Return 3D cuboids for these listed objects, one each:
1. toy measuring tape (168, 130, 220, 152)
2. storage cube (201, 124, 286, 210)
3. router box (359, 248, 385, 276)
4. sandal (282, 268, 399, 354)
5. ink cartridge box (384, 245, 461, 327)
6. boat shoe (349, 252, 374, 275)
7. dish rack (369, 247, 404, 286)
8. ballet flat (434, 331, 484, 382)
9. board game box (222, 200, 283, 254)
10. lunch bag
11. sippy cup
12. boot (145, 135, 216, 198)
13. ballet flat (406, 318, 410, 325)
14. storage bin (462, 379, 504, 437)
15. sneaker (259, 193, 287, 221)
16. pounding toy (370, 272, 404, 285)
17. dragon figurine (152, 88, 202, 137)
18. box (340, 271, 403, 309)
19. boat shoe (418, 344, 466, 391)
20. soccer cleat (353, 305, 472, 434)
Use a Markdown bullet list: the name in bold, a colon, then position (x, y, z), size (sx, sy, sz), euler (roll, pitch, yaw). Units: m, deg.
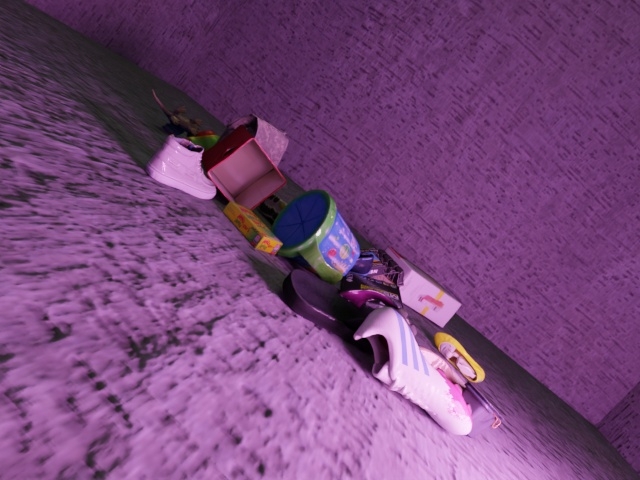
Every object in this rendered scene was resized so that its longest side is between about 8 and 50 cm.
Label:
- **toy measuring tape**: position (-0.446, -0.363, 1.641), size (0.121, 0.121, 0.330), euler (39, 9, 4)
- **storage cube**: position (-0.256, -0.232, 1.430), size (0.215, 0.183, 0.193), euler (53, -1, -35)
- **router box**: position (0.138, 0.088, 1.682), size (0.178, 0.046, 0.133), euler (-5, 32, -26)
- **sandal**: position (0.107, 0.182, 1.090), size (0.445, 0.107, 0.168), euler (29, 25, -34)
- **ink cartridge box**: position (0.470, 0.229, 2.177), size (0.384, 0.160, 0.279), euler (34, 10, -27)
- **boat shoe**: position (0.068, 0.048, 1.547), size (0.258, 0.089, 0.109), euler (11, 27, -26)
- **dish rack**: position (0.192, 0.110, 1.789), size (0.271, 0.074, 0.208), euler (-3, 29, -24)
- **ballet flat**: position (0.507, 0.433, 1.621), size (0.231, 0.077, 0.077), euler (45, 28, 26)
- **board game box**: position (-0.197, -0.037, 1.264), size (0.181, 0.043, 0.092), euler (44, 11, 32)
- **lunch bag**: position (-0.270, -0.335, 1.670), size (0.169, 0.287, 0.235), euler (42, 11, 23)
- **sippy cup**: position (0.000, 0.000, 1.353), size (0.239, 0.306, 0.224), euler (-8, -41, 41)
- **boot**: position (-0.350, -0.200, 1.207), size (0.095, 0.123, 0.258), euler (42, 10, 20)
- **ballet flat**: position (0.195, 0.231, 1.423), size (0.241, 0.091, 0.077), euler (49, -17, 30)
- **storage bin**: position (0.365, 0.413, 1.036), size (0.135, 0.091, 0.098), euler (45, 2, -42)
- **sneaker**: position (-0.110, -0.071, 1.599), size (0.279, 0.107, 0.118), euler (48, 4, 35)
- **pounding toy**: position (0.289, 0.185, 1.879), size (0.130, 0.100, 0.141), euler (41, 10, 17)
- **dragon figurine**: position (-0.564, -0.467, 1.728), size (0.289, 0.085, 0.143), euler (28, -18, -38)
- **box**: position (0.152, 0.166, 1.333), size (0.190, 0.045, 0.184), euler (16, 17, 1)
- **boat shoe**: position (0.302, 0.356, 1.124), size (0.285, 0.103, 0.092), euler (39, 3, -19)
- **soccer cleat**: position (0.195, 0.307, 0.972), size (0.143, 0.116, 0.331), euler (-28, 79, -33)
